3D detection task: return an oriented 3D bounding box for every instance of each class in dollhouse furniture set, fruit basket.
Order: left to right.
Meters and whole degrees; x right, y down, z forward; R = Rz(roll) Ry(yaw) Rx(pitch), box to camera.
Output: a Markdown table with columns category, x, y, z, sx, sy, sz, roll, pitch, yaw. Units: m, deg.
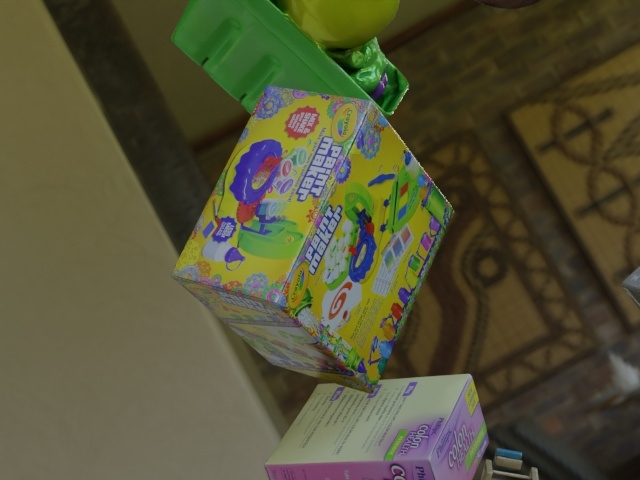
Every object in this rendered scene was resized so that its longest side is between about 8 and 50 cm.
| category | x | y | z | sx | sy | sz | roll | pitch | yaw |
| --- | --- | --- | --- | --- | --- | --- | --- | --- | --- |
| fruit basket | 0.002 | -0.348 | 2.130 | 0.392 | 0.392 | 0.283 | -32 | 10 | 19 |
| dollhouse furniture set | 0.243 | 0.386 | 2.257 | 0.183 | 0.129 | 0.129 | 10 | 26 | 0 |

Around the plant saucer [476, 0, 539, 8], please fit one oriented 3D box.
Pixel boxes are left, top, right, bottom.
| category | x | y | z | sx | sy | sz | roll | pitch | yaw |
| --- | --- | --- | --- | --- | --- | --- | --- | --- | --- |
| plant saucer | 0.224 | -0.366 | 1.722 | 0.168 | 0.168 | 0.029 | -26 | -10 | -21 |

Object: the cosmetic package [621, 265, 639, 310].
| category | x | y | z | sx | sy | sz | roll | pitch | yaw |
| --- | --- | --- | --- | --- | --- | --- | --- | --- | --- |
| cosmetic package | 0.456 | 0.100 | 1.549 | 0.127 | 0.238 | 0.107 | -43 | 22 | -9 |

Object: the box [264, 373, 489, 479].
| category | x | y | z | sx | sy | sz | roll | pitch | yaw |
| --- | --- | --- | --- | --- | --- | --- | --- | --- | --- |
| box | 0.082 | 0.294 | 1.936 | 0.243 | 0.117 | 0.213 | -7 | 22 | 25 |

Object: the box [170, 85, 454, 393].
| category | x | y | z | sx | sy | sz | roll | pitch | yaw |
| --- | --- | --- | --- | --- | --- | --- | --- | --- | --- |
| box | 0.000 | 0.000 | 1.835 | 0.279 | 0.177 | 0.290 | 48 | -118 | -50 |
